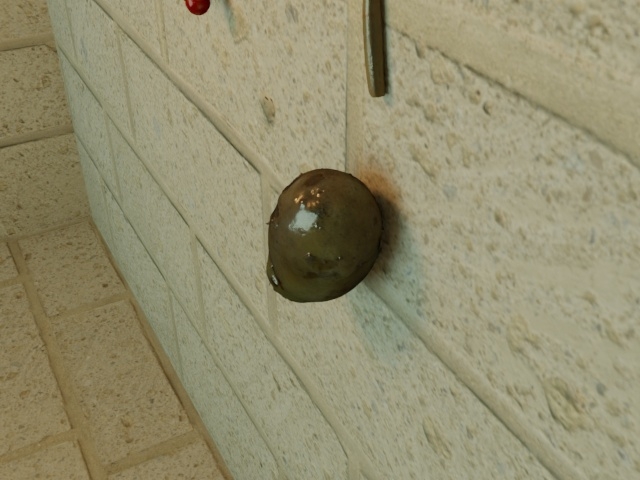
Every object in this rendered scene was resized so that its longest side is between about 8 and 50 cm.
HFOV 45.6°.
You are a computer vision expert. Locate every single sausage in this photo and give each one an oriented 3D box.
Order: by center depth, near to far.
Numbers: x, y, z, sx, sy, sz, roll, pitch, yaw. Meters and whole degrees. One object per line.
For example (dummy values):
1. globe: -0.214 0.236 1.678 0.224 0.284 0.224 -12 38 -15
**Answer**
1. sausage: 0.063 -0.237 0.911 0.024 0.024 0.132 37 139 54

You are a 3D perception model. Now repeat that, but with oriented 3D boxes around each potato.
1. potato: 0.000 0.000 1.066 0.165 0.165 0.262 68 160 11

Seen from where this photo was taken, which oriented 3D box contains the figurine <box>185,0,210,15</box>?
1. figurine: -0.256 -0.524 1.255 0.287 0.186 0.176 55 180 0
